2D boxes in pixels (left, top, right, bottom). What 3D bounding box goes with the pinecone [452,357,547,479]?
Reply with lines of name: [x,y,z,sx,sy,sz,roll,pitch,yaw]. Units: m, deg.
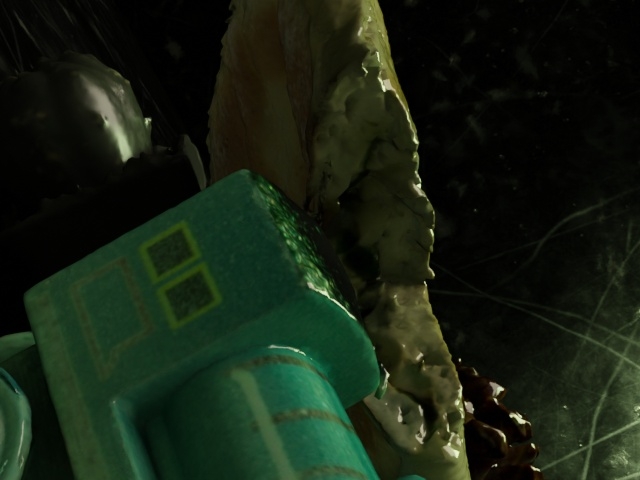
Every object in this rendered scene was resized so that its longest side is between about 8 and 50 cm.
pinecone: [0.060,0.212,0.811,0.224,0.272,0.224,35,-23,17]

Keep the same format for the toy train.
toy train: [-0.038,0.123,0.356,0.298,0.194,0.120,61,1,39]

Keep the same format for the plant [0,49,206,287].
plant: [-0.145,-0.013,0.752,0.256,0.142,0.164,63,1,-12]

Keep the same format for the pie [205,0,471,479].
pie: [0.000,0.000,0.587,0.337,0.075,0.337,169,-90,-74]
